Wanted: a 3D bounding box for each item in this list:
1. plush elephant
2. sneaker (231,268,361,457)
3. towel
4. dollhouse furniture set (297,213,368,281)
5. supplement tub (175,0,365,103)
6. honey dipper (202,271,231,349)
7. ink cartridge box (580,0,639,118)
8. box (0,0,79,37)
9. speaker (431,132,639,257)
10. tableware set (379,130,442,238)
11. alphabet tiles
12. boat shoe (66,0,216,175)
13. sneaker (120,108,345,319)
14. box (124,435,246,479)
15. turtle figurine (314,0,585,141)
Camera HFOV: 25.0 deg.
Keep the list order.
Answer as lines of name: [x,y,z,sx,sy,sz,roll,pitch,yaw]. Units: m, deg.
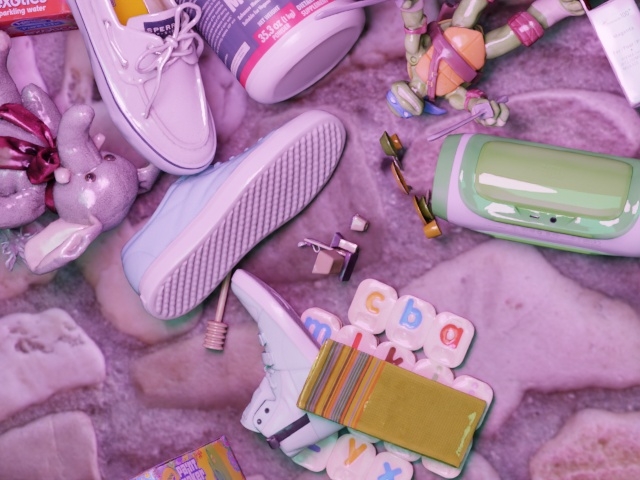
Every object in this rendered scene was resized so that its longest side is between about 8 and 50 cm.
plush elephant: [-0.363,-0.096,1.948,0.255,0.272,0.330,-2,126,24]
sneaker: [-0.074,0.170,1.937,0.151,0.094,0.256,-39,84,5]
towel: [0.094,0.215,1.893,0.237,0.021,0.102,22,97,-10]
dollhouse furniture set: [0.000,0.000,1.935,0.081,0.114,0.091,22,98,17]
supplement tub: [-0.088,-0.336,1.913,0.191,0.191,0.272,-41,81,11]
honey dipper: [-0.133,0.072,2.014,0.030,0.030,0.161,13,89,14]
ink cartridge box: [0.363,-0.262,1.755,0.060,0.275,0.239,-25,82,14]
box: [-0.398,-0.363,2.025,0.256,0.122,0.128,-4,88,14]
speaker: [0.299,-0.059,1.852,0.296,0.131,0.131,11,93,14]
tableware set: [0.122,-0.074,1.907,0.024,0.104,0.154,-25,85,12]
alphabet tiles: [0.083,0.206,1.962,0.284,0.021,0.278,23,96,13]
boat shoe: [-0.215,-0.265,1.870,0.156,0.136,0.367,-18,96,55]
sneaker: [-0.135,-0.067,1.963,0.366,0.135,0.150,-42,56,-2]
box: [-0.252,0.410,1.911,0.279,0.290,0.177,-28,84,14]
turtle figurine: [0.186,-0.249,1.794,0.266,0.274,0.198,-42,62,6]
